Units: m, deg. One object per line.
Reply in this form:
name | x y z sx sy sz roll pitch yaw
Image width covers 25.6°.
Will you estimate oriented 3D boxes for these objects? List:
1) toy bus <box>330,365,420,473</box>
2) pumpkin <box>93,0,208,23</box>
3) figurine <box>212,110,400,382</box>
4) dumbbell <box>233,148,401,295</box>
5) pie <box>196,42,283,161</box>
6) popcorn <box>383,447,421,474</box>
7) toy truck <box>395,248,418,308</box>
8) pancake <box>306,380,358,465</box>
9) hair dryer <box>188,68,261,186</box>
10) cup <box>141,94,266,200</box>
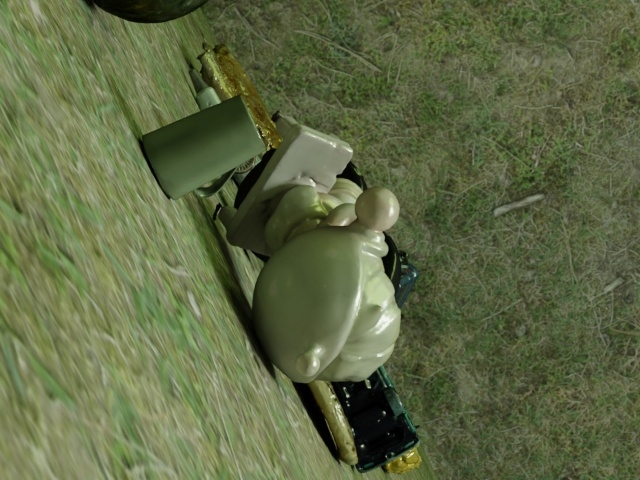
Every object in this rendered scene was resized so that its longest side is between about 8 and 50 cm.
toy bus | 0.039 0.155 1.468 0.160 0.079 0.092 62 2 6
pumpkin | -0.152 -0.289 1.168 0.223 0.157 0.224 -20 90 -78
figurine | 0.000 0.020 1.198 0.144 0.182 0.257 42 17 -36
dumbbell | 0.000 0.000 1.519 0.143 0.143 0.325 65 2 36
pie | -0.099 -0.159 2.009 0.282 0.068 0.128 62 14 -13
popcorn | 0.098 0.269 1.843 0.082 0.057 0.083 -85 152 -73
toy truck | 0.016 0.013 1.696 0.201 0.074 0.088 34 24 12
pancake | -0.002 0.143 1.344 0.158 0.028 0.158 63 -1 2
hair dryer | -0.118 -0.140 1.790 0.183 0.044 0.155 61 -1 18
cup | -0.084 -0.064 1.071 0.054 0.083 0.075 -115 179 -65
